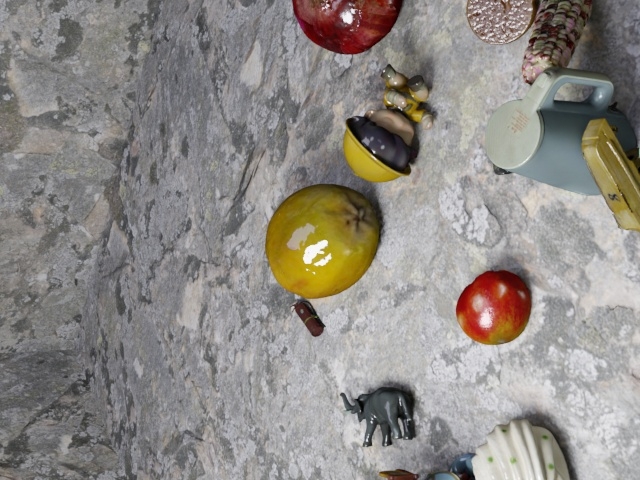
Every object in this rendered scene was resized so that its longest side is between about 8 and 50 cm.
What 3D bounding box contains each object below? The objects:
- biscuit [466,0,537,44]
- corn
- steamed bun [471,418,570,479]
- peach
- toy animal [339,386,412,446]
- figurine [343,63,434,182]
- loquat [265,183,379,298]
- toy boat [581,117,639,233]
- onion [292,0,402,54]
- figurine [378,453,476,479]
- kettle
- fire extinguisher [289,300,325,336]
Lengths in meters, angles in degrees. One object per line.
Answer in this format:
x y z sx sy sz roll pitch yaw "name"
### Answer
0.372 -0.501 1.368 0.179 0.039 0.236 29 123 14 "biscuit"
0.412 -0.359 1.214 0.092 0.092 0.281 -32 23 48 "corn"
0.361 0.422 1.284 0.182 0.106 0.183 -11 68 27 "steamed bun"
0.343 0.134 1.371 0.118 0.151 0.151 63 -166 -70 "peach"
0.130 0.419 1.656 0.269 0.082 0.137 -24 66 54 "toy animal"
0.156 -0.256 1.601 0.257 0.192 0.167 -61 11 -3 "figurine"
0.000 0.000 1.718 0.284 0.276 0.276 -39 58 41 "loquat"
0.497 -0.101 1.131 0.226 0.088 0.068 56 168 -14 "toy boat"
0.059 -0.582 1.669 0.276 0.276 0.276 -5 84 53 "onion"
0.167 0.560 1.337 0.276 0.388 0.248 15 101 51 "figurine"
0.413 -0.186 1.179 0.211 0.243 0.160 -59 45 31 "kettle"
-0.037 0.209 1.927 0.056 0.039 0.132 -42 47 3 "fire extinguisher"
